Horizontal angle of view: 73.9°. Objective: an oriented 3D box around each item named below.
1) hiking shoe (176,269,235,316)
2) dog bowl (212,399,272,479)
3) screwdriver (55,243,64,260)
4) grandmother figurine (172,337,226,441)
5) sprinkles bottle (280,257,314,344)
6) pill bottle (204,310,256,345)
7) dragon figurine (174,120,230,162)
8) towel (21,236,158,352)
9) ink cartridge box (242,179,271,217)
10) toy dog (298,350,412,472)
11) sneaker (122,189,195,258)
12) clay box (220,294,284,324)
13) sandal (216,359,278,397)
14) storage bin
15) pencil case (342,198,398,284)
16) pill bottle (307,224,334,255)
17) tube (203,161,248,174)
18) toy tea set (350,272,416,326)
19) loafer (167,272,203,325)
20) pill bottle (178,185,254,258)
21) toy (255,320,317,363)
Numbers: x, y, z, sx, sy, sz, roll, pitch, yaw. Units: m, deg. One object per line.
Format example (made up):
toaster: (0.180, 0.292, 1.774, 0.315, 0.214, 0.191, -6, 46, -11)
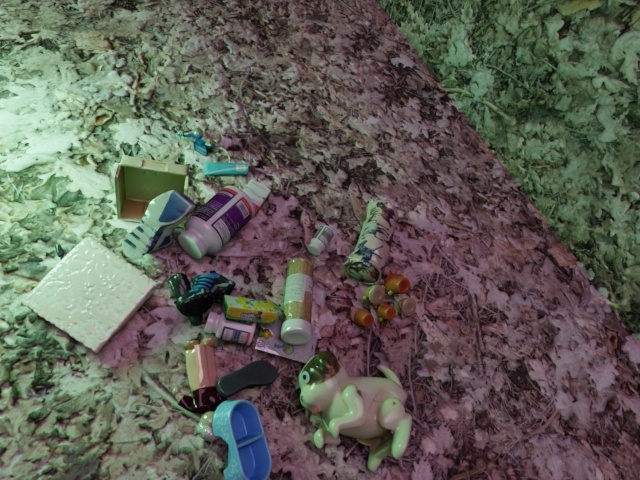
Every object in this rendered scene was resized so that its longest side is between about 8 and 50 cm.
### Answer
hiking shoe: (-0.458, 0.198, 1.617, 0.132, 0.113, 0.304, 32, 17, 14)
dog bowl: (-0.254, 0.678, 1.425, 0.166, 0.074, 0.297, 5, 60, -54)
screwdriver: (-0.960, 0.090, 1.591, 0.024, 0.025, 0.170, -17, 77, -29)
grandmother figurine: (-0.410, 0.523, 1.492, 0.207, 0.104, 0.342, -6, 62, -24)
sprinkles bottle: (-0.090, 0.238, 1.728, 0.121, 0.121, 0.355, 13, 46, -13)
pill bottle: (-0.344, 0.330, 1.625, 0.180, 0.108, 0.108, 17, 57, -11)
dragon figurine: (-0.547, -0.465, 2.024, 0.289, 0.144, 0.085, 40, 53, -18)
towel: (-0.817, 0.190, 1.531, 0.331, 0.053, 0.317, 33, 65, 3)
ink cartridge box: (-0.314, -0.194, 1.968, 0.109, 0.063, 0.150, 30, 55, -1)
toy dog: (0.111, 0.572, 1.555, 0.407, 0.284, 0.395, 29, 55, 0)
sneaker: (-0.627, -0.063, 1.684, 0.127, 0.182, 0.315, 45, 93, -1)
clay box: (-0.261, 0.268, 1.637, 0.222, 0.127, 0.053, 14, 99, -24)
sandal: (-0.270, 0.507, 1.564, 0.254, 0.054, 0.097, -2, 51, -41)
storage bin: (-0.671, -0.194, 1.715, 0.262, 0.260, 0.123, 8, 51, -16)
pencil case: (0.248, -0.005, 2.011, 0.183, 0.160, 0.410, 37, 53, -22)
pill bottle: (0.000, 0.000, 1.965, 0.078, 0.078, 0.137, 34, 56, 1)
tube: (-0.447, -0.340, 2.016, 0.207, 0.052, 0.080, -1, 53, -15)
toy tea set: (0.270, 0.268, 1.910, 0.336, 0.124, 0.200, -12, 99, -29)
loafer: (-0.523, 0.233, 1.644, 0.078, 0.076, 0.223, -29, 79, 7)
pill bottle: (-0.435, -0.074, 1.782, 0.181, 0.181, 0.323, 38, 56, 4)
toy: (-0.137, 0.403, 1.689, 0.237, 0.056, 0.137, 22, 54, -16)
